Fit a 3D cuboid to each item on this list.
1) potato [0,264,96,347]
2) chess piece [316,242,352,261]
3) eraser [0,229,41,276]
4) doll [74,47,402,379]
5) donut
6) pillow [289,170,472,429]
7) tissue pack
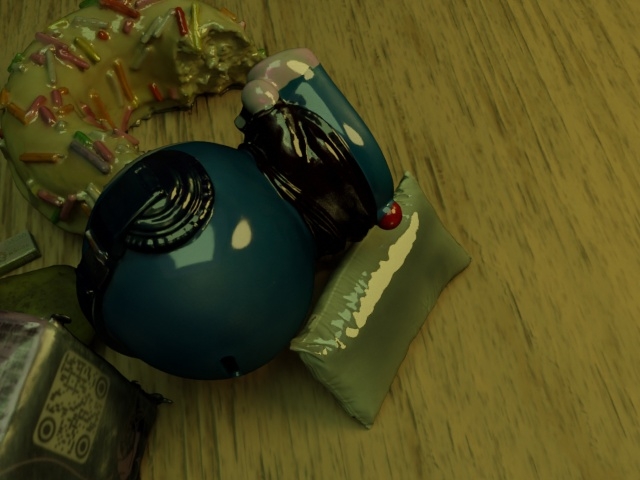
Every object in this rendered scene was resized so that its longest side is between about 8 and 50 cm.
[{"bbox_3d":[-0.351,0.114,0.737,0.251,0.113,0.149,-27,48,-25],"label":"potato"},{"bbox_3d":[0.000,0.000,0.805,0.171,0.060,0.060,-1,60,3],"label":"chess piece"},{"bbox_3d":[-0.399,0.021,0.843,0.083,0.019,0.038,-29,64,-12],"label":"eraser"},{"bbox_3d":[-0.086,-0.007,0.650,0.310,0.284,0.240,-36,63,-11],"label":"doll"},{"bbox_3d":[-0.259,-0.181,0.873,0.307,0.150,0.371,16,63,13],"label":"donut"},{"bbox_3d":[0.075,0.063,0.735,0.144,0.078,0.254,44,64,-19],"label":"pillow"},{"bbox_3d":[-0.262,0.265,0.559,0.122,0.259,0.362,6,62,12],"label":"tissue pack"}]
